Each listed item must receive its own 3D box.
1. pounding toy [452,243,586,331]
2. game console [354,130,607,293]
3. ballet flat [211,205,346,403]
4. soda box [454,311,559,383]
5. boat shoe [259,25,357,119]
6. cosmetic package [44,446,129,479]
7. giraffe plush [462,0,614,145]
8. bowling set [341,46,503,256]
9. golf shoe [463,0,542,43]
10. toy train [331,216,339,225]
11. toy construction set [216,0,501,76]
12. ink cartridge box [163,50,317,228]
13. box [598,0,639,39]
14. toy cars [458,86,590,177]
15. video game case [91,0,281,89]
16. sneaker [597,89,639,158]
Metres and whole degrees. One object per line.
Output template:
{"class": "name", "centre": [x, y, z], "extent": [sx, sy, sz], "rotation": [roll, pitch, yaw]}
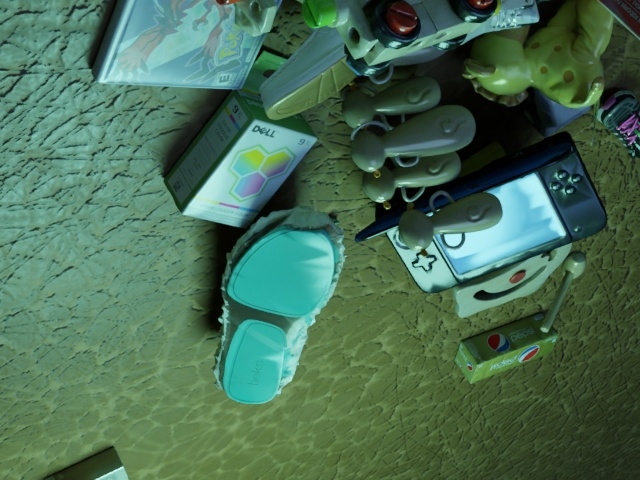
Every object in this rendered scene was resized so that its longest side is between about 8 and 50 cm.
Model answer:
{"class": "pounding toy", "centre": [0.320, 0.048, 1.875], "extent": [0.270, 0.155, 0.154], "rotation": [-17, 148, -23]}
{"class": "game console", "centre": [0.224, -0.015, 1.613], "extent": [0.293, 0.173, 0.250], "rotation": [-22, 125, 17]}
{"class": "ballet flat", "centre": [-0.066, 0.062, 1.595], "extent": [0.147, 0.147, 0.409], "rotation": [-13, 147, -28]}
{"class": "soda box", "centre": [0.334, 0.193, 2.159], "extent": [0.181, 0.058, 0.061], "rotation": [-17, 143, -23]}
{"class": "boat shoe", "centre": [0.031, -0.243, 1.321], "extent": [0.277, 0.096, 0.098], "rotation": [-39, 173, -6]}
{"class": "cosmetic package", "centre": [-0.352, 0.363, 1.815], "extent": [0.115, 0.041, 0.060], "rotation": [-23, 145, -16]}
{"class": "giraffe plush", "centre": [0.265, -0.229, 1.482], "extent": [0.171, 0.210, 0.181], "rotation": [9, 162, 9]}
{"class": "bowling set", "centre": [0.091, -0.115, 1.465], "extent": [0.154, 0.287, 0.200], "rotation": [-16, 177, -14]}
{"class": "golf shoe", "centre": [0.209, -0.271, 1.384], "extent": [0.176, 0.086, 0.069], "rotation": [-46, 158, -31]}
{"class": "toy train", "centre": [0.000, 0.000, 1.670], "extent": [0.024, 0.017, 0.083], "rotation": [-4, 138, -51]}
{"class": "toy construction set", "centre": [0.060, -0.278, 1.179], "extent": [0.328, 0.215, 0.151], "rotation": [-26, 171, -18]}
{"class": "ink cartridge box", "centre": [-0.079, -0.114, 1.415], "extent": [0.109, 0.062, 0.209], "rotation": [13, 125, -48]}
{"class": "box", "centre": [0.331, -0.327, 1.273], "extent": [0.154, 0.300, 0.142], "rotation": [12, 124, -49]}
{"class": "toy cars", "centre": [0.295, -0.127, 1.692], "extent": [0.176, 0.087, 0.393], "rotation": [-7, 138, -35]}
{"class": "video game case", "centre": [-0.124, -0.243, 1.248], "extent": [0.183, 0.023, 0.201], "rotation": [-3, 136, -38]}
{"class": "sneaker", "centre": [0.471, -0.166, 1.801], "extent": [0.063, 0.075, 0.170], "rotation": [-41, 146, 11]}
